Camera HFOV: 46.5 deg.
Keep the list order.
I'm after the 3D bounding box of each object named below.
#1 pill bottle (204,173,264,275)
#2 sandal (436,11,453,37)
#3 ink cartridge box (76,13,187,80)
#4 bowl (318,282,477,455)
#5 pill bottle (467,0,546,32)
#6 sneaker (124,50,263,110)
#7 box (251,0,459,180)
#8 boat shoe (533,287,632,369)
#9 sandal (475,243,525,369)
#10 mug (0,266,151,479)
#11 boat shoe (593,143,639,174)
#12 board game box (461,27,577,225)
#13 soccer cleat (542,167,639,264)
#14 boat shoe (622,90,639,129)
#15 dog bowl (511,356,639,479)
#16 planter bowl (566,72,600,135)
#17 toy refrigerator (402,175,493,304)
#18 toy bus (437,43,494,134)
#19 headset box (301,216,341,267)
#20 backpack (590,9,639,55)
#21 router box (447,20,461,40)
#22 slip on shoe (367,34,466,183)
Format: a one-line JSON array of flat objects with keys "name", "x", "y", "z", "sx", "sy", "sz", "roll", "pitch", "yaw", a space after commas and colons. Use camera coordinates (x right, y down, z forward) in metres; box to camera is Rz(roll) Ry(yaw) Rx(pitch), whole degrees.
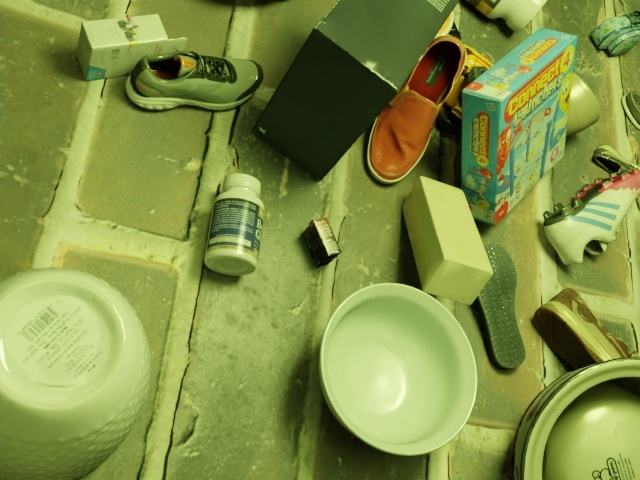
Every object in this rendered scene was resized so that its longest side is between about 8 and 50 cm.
[{"name": "pill bottle", "x": -0.150, "y": -0.030, "z": 1.333, "sx": 0.094, "sy": 0.094, "sz": 0.169, "roll": 14, "pitch": 63, "yaw": -18}, {"name": "sandal", "x": 0.176, "y": -0.464, "z": 1.630, "sx": 0.265, "sy": 0.076, "sz": 0.101, "roll": -25, "pitch": 76, "yaw": -7}, {"name": "ink cartridge box", "x": -0.352, "y": -0.362, "z": 1.388, "sx": 0.181, "sy": 0.104, "sz": 0.061, "roll": -16, "pitch": 75, "yaw": -29}, {"name": "bowl", "x": 0.114, "y": 0.235, "z": 1.306, "sx": 0.298, "sy": 0.134, "sz": 0.297, "roll": 9, "pitch": 64, "yaw": -19}, {"name": "pill bottle", "x": 0.415, "y": -0.644, "z": 1.812, "sx": 0.278, "sy": 0.162, "sz": 0.162, "roll": 38, "pitch": 58, "yaw": -3}, {"name": "sneaker", "x": -0.229, "y": -0.311, "z": 1.419, "sx": 0.272, "sy": 0.108, "sz": 0.100, "roll": -12, "pitch": 71, "yaw": -29}, {"name": "box", "x": 0.065, "y": -0.337, "z": 1.419, "sx": 0.179, "sy": 0.343, "sz": 0.312, "roll": 37, "pitch": 59, "yaw": -5}, {"name": "boat shoe", "x": 0.588, "y": 0.244, "z": 1.519, "sx": 0.123, "sy": 0.123, "sz": 0.342, "roll": -34, "pitch": 77, "yaw": -30}, {"name": "sandal", "x": 0.349, "y": 0.134, "z": 1.508, "sx": 0.097, "sy": 0.054, "sz": 0.254, "roll": 0, "pitch": 77, "yaw": -16}, {"name": "mug", "x": -0.402, "y": 0.202, "z": 0.983, "sx": 0.374, "sy": 0.328, "sz": 0.276, "roll": -34, "pitch": 83, "yaw": -31}, {"name": "boat shoe", "x": 0.724, "y": -0.170, "z": 1.802, "sx": 0.152, "sy": 0.056, "sz": 0.049, "roll": 36, "pitch": 63, "yaw": 7}, {"name": "board game box", "x": 0.412, "y": -0.238, "z": 1.556, "sx": 0.086, "sy": 0.301, "sz": 0.308, "roll": 26, "pitch": 51, "yaw": 33}, {"name": "soccer cleat", "x": 0.631, "y": -0.053, "z": 1.686, "sx": 0.331, "sy": 0.116, "sz": 0.143, "roll": -27, "pitch": 96, "yaw": -28}, {"name": "boat shoe", "x": 0.869, "y": -0.298, "z": 1.908, "sx": 0.081, "sy": 0.068, "sz": 0.227, "roll": -34, "pitch": 84, "yaw": -31}, {"name": "dog bowl", "x": 0.528, "y": 0.408, "z": 1.332, "sx": 0.408, "sy": 0.150, "sz": 0.407, "roll": 1, "pitch": 85, "yaw": -7}, {"name": "planter bowl", "x": 0.552, "y": -0.306, "z": 1.737, "sx": 0.109, "sy": 0.162, "sz": 0.162, "roll": -38, "pitch": 85, "yaw": -6}, {"name": "toy refrigerator", "x": 0.235, "y": -0.003, "z": 1.431, "sx": 0.102, "sy": 0.094, "sz": 0.269, "roll": 16, "pitch": 35, "yaw": -16}, {"name": "toy bus", "x": 0.315, "y": -0.368, "z": 1.668, "sx": 0.220, "sy": 0.149, "sz": 0.211, "roll": 38, "pitch": 45, "yaw": -1}, {"name": "headset box", "x": 0.000, "y": 0.000, "z": 1.403, "sx": 0.032, "sy": 0.062, "sz": 0.083, "roll": -17, "pitch": 76, "yaw": -29}, {"name": "backpack", "x": 0.783, "y": -0.541, "z": 1.960, "sx": 0.114, "sy": 0.105, "sz": 0.084, "roll": -11, "pitch": 71, "yaw": -21}, {"name": "router box", "x": 0.227, "y": -0.508, "z": 1.738, "sx": 0.179, "sy": 0.046, "sz": 0.133, "roll": -11, "pitch": 73, "yaw": -26}, {"name": "slip on shoe", "x": 0.193, "y": -0.269, "z": 1.513, "sx": 0.123, "sy": 0.101, "sz": 0.331, "roll": 30, "pitch": 96, "yaw": 2}]
